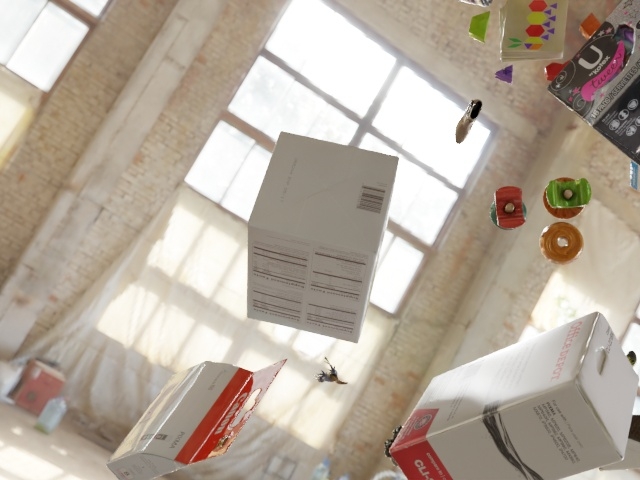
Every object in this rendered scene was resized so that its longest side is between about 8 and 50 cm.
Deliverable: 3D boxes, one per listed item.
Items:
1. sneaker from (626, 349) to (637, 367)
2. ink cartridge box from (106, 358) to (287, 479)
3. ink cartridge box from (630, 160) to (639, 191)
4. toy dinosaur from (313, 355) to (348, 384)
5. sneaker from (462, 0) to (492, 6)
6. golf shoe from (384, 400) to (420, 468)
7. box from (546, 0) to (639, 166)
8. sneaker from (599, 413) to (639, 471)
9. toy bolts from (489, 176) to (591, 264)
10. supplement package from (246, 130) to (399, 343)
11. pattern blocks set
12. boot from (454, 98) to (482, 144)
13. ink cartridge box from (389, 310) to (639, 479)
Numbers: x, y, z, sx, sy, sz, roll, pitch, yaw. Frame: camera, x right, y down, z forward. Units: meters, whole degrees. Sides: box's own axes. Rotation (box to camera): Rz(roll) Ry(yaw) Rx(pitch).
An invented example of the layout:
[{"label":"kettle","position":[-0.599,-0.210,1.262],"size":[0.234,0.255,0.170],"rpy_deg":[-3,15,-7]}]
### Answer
[{"label":"sneaker","position":[0.772,0.311,2.150],"size":[0.031,0.083,0.035],"rpy_deg":[3,-32,49]},{"label":"ink cartridge box","position":[-0.174,0.237,1.188],"size":[0.066,0.189,0.232],"rpy_deg":[47,-48,-11]},{"label":"ink cartridge box","position":[0.959,-0.162,2.322],"size":[0.148,0.086,0.203],"rpy_deg":[-8,25,-5]},{"label":"toy dinosaur","position":[0.017,0.275,1.690],"size":[0.090,0.047,0.082],"rpy_deg":[48,-10,28]},{"label":"sneaker","position":[0.328,-0.681,2.038],"size":[0.124,0.107,0.283],"rpy_deg":[18,-30,33]},{"label":"golf shoe","position":[0.214,0.363,1.642],"size":[0.094,0.198,0.077],"rpy_deg":[49,-6,-22]},{"label":"box","position":[0.499,-0.263,1.289],"size":[0.163,0.247,0.142],"rpy_deg":[28,19,-34]},{"label":"sneaker","position":[0.646,0.429,1.766],"size":[0.290,0.106,0.123],"rpy_deg":[13,-52,16]},{"label":"toy bolts","position":[0.524,-0.044,2.055],"size":[0.229,0.218,0.158],"rpy_deg":[0,-8,9]},{"label":"supplement package","position":[0.000,0.000,1.374],"size":[0.198,0.199,0.262],"rpy_deg":[13,-36,5]},{"label":"pattern blocks set","position":[0.479,-0.473,1.919],"size":[0.285,0.324,0.026],"rpy_deg":[13,-28,19]},{"label":"boot","position":[0.383,-0.309,2.202],"size":[0.042,0.118,0.087],"rpy_deg":[19,-3,-3]},{"label":"ink cartridge box","position":[0.253,0.221,1.095],"size":[0.273,0.197,0.114],"rpy_deg":[-31,-85,33]}]
